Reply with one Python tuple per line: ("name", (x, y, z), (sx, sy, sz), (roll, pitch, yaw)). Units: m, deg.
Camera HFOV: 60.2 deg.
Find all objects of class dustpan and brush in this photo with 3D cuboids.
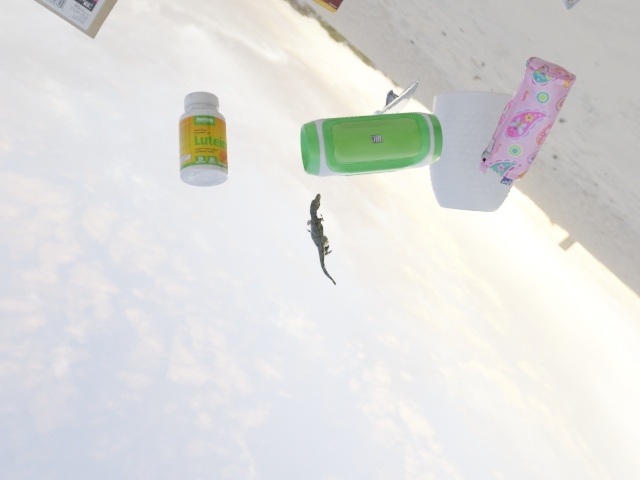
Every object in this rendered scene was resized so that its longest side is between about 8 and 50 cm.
("dustpan and brush", (0.196, -0.379, 1.559), (0.060, 0.147, 0.211), (49, 171, 12))

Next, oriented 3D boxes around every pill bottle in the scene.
("pill bottle", (-0.332, -0.288, 1.561), (0.136, 0.136, 0.246), (12, -112, -50))

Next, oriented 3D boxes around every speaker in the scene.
("speaker", (0.109, -0.212, 1.211), (0.296, 0.131, 0.131), (-7, -140, -10))

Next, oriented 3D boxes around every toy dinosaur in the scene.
("toy dinosaur", (0.000, 0.000, 1.624), (0.118, 0.063, 0.268), (170, 87, -88))

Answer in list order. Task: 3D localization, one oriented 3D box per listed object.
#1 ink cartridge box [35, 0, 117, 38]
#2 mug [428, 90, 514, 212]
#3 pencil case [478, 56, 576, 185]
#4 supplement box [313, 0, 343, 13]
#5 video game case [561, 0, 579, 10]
("ink cartridge box", (-0.669, -0.699, 1.488), (0.234, 0.193, 0.088), (30, -159, -31))
("mug", (0.478, -0.256, 1.684), (0.276, 0.328, 0.374), (8, -173, 24))
("pencil case", (0.479, -0.278, 1.298), (0.124, 0.284, 0.124), (12, -143, -9))
("supplement box", (0.014, -0.904, 1.833), (0.129, 0.191, 0.194), (10, -143, -46))
("video game case", (0.572, -0.605, 1.264), (0.122, 0.087, 0.011), (48, 180, -24))
